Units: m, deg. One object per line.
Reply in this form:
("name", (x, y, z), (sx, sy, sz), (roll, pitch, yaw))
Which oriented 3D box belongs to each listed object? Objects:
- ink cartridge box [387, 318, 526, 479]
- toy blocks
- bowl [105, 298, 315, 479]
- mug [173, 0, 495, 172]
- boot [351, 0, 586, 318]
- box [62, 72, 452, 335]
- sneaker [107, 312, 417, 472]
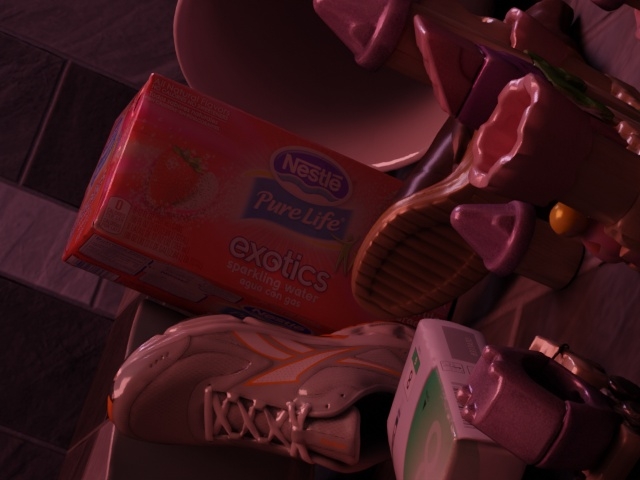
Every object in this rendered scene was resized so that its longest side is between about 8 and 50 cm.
("ink cartridge box", (0.066, 0.187, 0.982), (0.181, 0.056, 0.225), (-101, 27, -70))
("toy blocks", (0.104, -0.073, 0.888), (0.309, 0.260, 0.288), (-63, 15, 18))
("bowl", (-0.091, 0.213, 1.287), (0.311, 0.163, 0.312), (-172, 90, -89))
("mug", (0.043, -0.240, 1.472), (0.374, 0.276, 0.328), (83, -161, -47))
("boot", (0.121, -0.065, 1.186), (0.248, 0.090, 0.207), (-49, 11, 25))
("box", (-0.043, -0.002, 1.255), (0.142, 0.299, 0.154), (-71, 13, -16))
("sneaker", (-0.023, 0.120, 1.109), (0.121, 0.262, 0.099), (-116, 24, -61))
